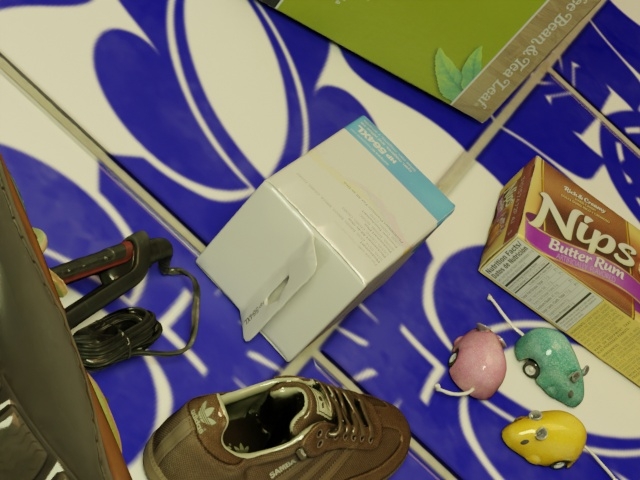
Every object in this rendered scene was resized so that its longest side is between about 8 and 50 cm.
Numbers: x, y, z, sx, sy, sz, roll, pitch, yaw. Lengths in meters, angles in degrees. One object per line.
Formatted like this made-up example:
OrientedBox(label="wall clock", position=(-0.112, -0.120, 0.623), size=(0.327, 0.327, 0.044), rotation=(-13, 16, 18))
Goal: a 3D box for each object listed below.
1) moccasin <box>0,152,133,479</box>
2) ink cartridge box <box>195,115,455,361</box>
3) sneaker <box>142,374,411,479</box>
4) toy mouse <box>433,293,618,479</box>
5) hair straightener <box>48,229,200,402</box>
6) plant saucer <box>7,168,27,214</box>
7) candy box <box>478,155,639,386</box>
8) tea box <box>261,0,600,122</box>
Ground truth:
OrientedBox(label="moccasin", position=(-0.169, 0.044, 0.657), size=(0.139, 0.147, 0.380), rotation=(-33, 97, -15))
OrientedBox(label="ink cartridge box", position=(0.000, 0.000, 0.931), size=(0.090, 0.092, 0.143), rotation=(47, 38, 6))
OrientedBox(label="sneaker", position=(-0.007, 0.112, 0.837), size=(0.188, 0.071, 0.066), rotation=(-3, 57, -42))
OrientedBox(label="toy mouse", position=(0.141, 0.087, 1.020), size=(0.161, 0.031, 0.143), rotation=(17, 45, -28))
OrientedBox(label="hair straightener", position=(-0.141, 0.056, 0.811), size=(0.230, 0.047, 0.089), rotation=(-24, 94, -55))
OrientedBox(label="plant saucer", position=(-0.242, -0.033, 0.800), size=(0.195, 0.037, 0.195), rotation=(24, 41, -23))
OrientedBox(label="candy box", position=(0.215, 0.030, 1.121), size=(0.187, 0.053, 0.109), rotation=(36, 39, -10))
OrientedBox(label="tea box", position=(0.067, -0.330, 1.194), size=(0.323, 0.220, 0.329), rotation=(26, 41, -20))
